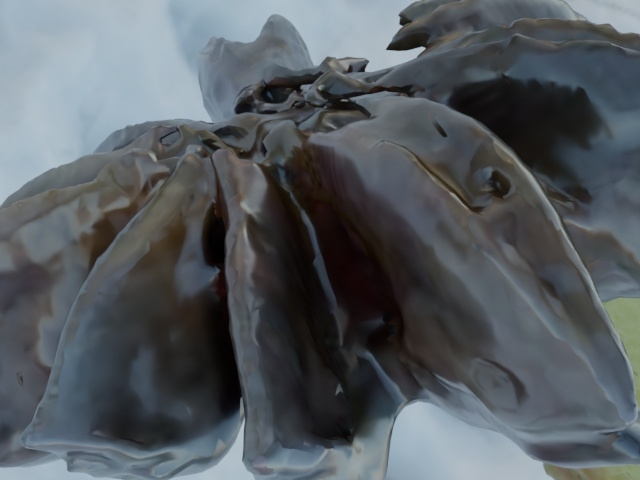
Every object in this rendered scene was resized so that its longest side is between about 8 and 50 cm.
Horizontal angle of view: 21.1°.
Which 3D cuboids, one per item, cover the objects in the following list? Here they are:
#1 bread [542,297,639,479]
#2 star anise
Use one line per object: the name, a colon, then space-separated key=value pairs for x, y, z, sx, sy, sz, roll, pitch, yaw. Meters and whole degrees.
bread: x=0.137 y=0.042 z=0.612 sx=0.127 sy=0.147 sz=0.152 roll=-18 pitch=68 yaw=-29
star anise: x=0.000 y=0.000 z=0.433 sx=0.229 sy=0.236 sz=0.093 roll=-99 pitch=166 yaw=-66
